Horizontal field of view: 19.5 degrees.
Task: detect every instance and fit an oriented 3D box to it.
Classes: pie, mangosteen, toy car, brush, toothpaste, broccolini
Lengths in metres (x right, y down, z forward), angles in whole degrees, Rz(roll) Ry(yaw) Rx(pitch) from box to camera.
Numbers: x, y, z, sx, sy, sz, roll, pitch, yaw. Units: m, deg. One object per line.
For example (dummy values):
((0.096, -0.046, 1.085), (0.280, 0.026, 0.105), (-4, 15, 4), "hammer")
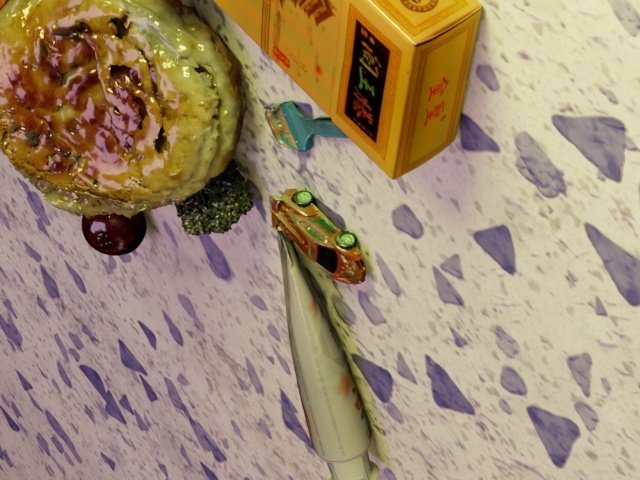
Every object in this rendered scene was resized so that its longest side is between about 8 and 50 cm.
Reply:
((-0.206, -0.144, 1.852), (0.308, 0.085, 0.308), (12, 121, 21), "pie")
((-0.248, -0.021, 2.252), (0.081, 0.081, 0.081), (44, 153, 29), "mangosteen")
((0.000, 0.000, 1.833), (0.122, 0.035, 0.059), (46, 150, 29), "toy car")
((-0.003, -0.106, 1.736), (0.164, 0.014, 0.051), (6, 126, 60), "brush")
((-0.003, 0.125, 1.961), (0.100, 0.066, 0.323), (-106, 0, -60), "toothpaste")
((-0.146, -0.071, 1.972), (0.068, 0.091, 0.202), (29, -173, -44), "broccolini")

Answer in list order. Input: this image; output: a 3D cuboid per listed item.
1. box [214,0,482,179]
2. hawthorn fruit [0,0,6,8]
((0.007, -0.203, 1.517), (0.274, 0.076, 0.174), (47, 156, 24), "box")
((-0.388, -0.291, 1.929), (0.242, 0.242, 0.271), (37, -175, 39), "hawthorn fruit")
